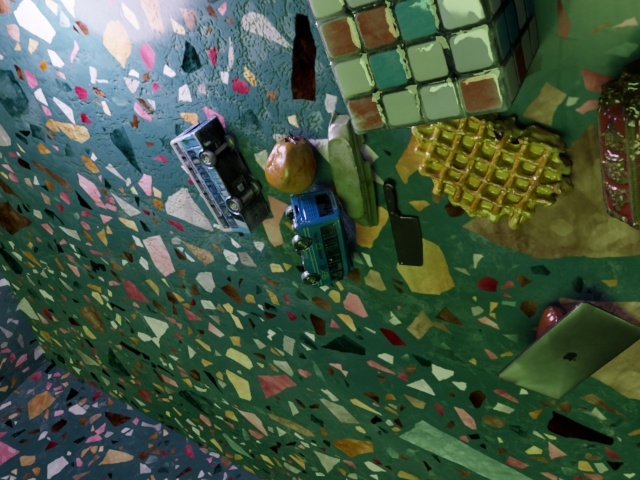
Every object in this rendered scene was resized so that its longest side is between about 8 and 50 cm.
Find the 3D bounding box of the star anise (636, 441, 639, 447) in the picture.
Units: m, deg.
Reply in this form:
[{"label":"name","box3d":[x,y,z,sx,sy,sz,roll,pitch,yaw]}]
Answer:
[{"label":"star anise","box3d":[0.840,0.406,1.132,0.349,0.109,0.292,19,129,5]}]

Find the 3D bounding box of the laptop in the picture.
[{"label":"laptop","box3d":[0.534,0.244,1.172,0.187,0.015,0.269,23,124,-17]}]

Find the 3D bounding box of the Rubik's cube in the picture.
[{"label":"Rubik's cube","box3d":[0.166,-0.340,0.831,0.259,0.256,0.253,0,126,34]}]

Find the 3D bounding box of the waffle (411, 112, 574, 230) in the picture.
[{"label":"waffle","box3d":[0.322,-0.153,1.034,0.283,0.065,0.309,-15,119,45]}]

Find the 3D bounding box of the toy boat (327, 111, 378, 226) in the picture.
[{"label":"toy boat","box3d":[0.073,-0.141,1.220,0.093,0.055,0.293,8,130,33]}]

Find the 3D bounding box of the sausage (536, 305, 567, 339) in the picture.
[{"label":"sausage","box3d":[0.518,0.227,1.219,0.077,0.077,0.194,11,132,28]}]

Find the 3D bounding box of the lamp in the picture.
[{"label":"lamp","box3d":[0.516,-0.141,0.835,0.177,0.177,0.274,1,129,34]}]

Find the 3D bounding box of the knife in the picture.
[{"label":"knife","box3d":[0.194,-0.035,1.262,0.072,0.019,0.245,3,130,28]}]

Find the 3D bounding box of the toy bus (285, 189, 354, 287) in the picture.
[{"label":"toy bus","box3d":[0.000,0.000,1.309,0.134,0.113,0.246,-14,139,-1]}]

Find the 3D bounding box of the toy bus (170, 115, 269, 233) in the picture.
[{"label":"toy bus","box3d":[-0.251,-0.159,1.396,0.131,0.106,0.297,-2,126,41]}]

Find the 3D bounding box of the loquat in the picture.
[{"label":"loquat","box3d":[-0.067,-0.173,1.244,0.113,0.137,0.137,5,139,-15]}]
